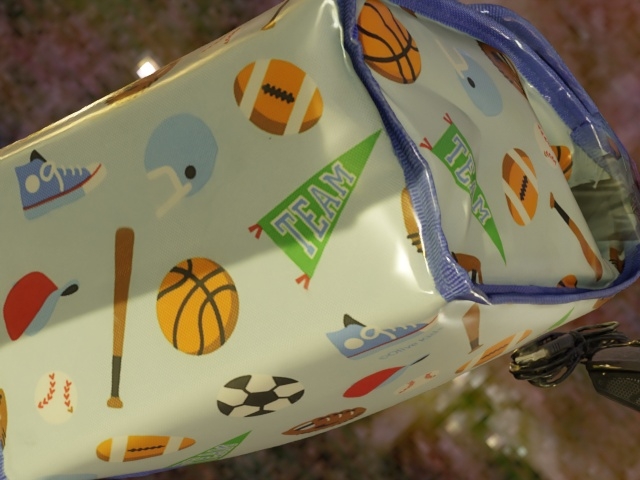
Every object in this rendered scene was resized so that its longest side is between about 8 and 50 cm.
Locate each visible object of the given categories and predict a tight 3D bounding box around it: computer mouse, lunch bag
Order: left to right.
[{"bbox_3d":[0.000,0.000,1.089,0.385,0.328,0.239,7,63,-60],"label":"lunch bag"},{"bbox_3d":[0.334,0.128,1.683,0.272,0.072,0.188,23,21,35],"label":"computer mouse"}]
